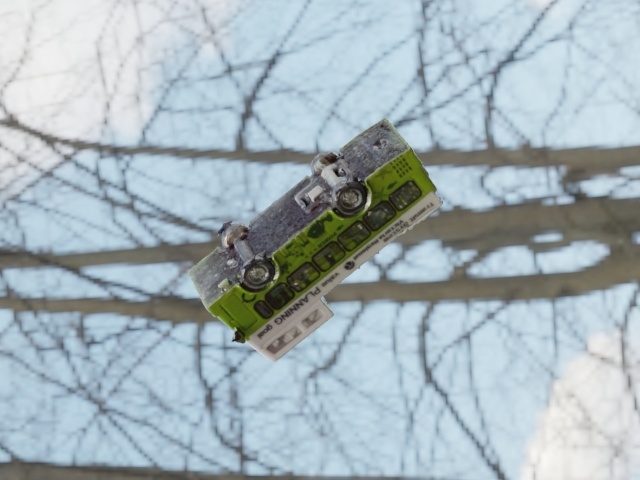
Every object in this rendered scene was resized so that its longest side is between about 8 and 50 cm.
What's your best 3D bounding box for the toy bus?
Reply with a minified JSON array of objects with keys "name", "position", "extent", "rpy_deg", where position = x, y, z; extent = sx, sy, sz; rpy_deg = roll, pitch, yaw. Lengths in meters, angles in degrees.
[{"name":"toy bus","position":[0.000,0.000,1.909],"extent":[0.139,0.301,0.113],"rpy_deg":[49,-175,-34]}]
